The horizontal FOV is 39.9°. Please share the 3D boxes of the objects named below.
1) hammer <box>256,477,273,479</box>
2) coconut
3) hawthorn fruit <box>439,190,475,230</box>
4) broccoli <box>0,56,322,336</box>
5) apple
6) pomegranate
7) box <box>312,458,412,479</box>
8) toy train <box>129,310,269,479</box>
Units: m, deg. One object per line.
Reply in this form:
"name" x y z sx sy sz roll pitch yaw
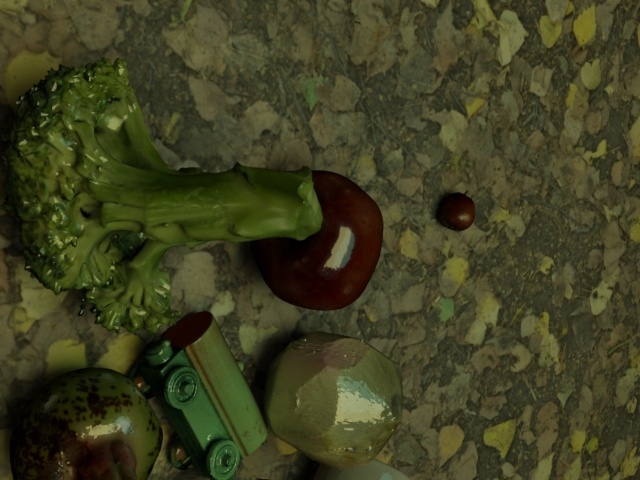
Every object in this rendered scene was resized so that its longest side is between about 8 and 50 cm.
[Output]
"hammer" -0.172 0.395 1.391 0.062 0.198 0.013 45 35 -63
"coconut" 0.031 0.265 1.472 0.227 0.230 0.227 -5 97 -49
"hawthorn fruit" 0.268 -0.056 1.719 0.077 0.077 0.077 -9 105 -38
"broccoli" -0.223 -0.086 1.122 0.353 0.397 0.275 36 51 -33
"apple" 0.001 -0.002 1.422 0.234 0.234 0.234 -9 105 -38
"pomegranate" -0.309 0.295 1.206 0.214 0.247 0.214 -11 110 -32
"box" 0.037 0.486 1.560 0.291 0.262 0.206 39 62 -28
"toy train" -0.181 0.251 1.400 0.177 0.116 0.286 -46 124 -38
